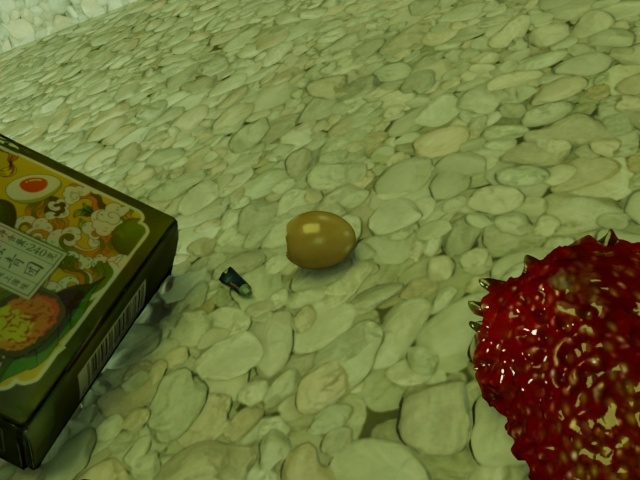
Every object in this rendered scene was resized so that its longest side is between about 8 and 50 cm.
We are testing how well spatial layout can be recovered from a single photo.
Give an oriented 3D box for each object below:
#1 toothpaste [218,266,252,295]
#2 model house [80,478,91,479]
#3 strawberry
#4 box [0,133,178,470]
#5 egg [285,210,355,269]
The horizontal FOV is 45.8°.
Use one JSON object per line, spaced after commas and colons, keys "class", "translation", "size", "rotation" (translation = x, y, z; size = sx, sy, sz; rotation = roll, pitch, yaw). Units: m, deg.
{"class": "toothpaste", "translation": [-0.119, 0.060, 1.070], "size": [0.027, 0.019, 0.083], "rotation": [-56, 37, -2]}
{"class": "model house", "translation": [-0.276, 0.319, 0.599], "size": [0.360, 0.297, 0.339], "rotation": [-39, 24, -18]}
{"class": "strawberry", "translation": [0.259, 0.104, 0.664], "size": [0.234, 0.137, 0.306], "rotation": [-22, 32, 4]}
{"class": "box", "translation": [-0.457, 0.044, 1.014], "size": [0.420, 0.138, 0.373], "rotation": [26, 48, 2]}
{"class": "egg", "translation": [0.000, 0.000, 1.021], "size": [0.097, 0.080, 0.080], "rotation": [4, 42, 14]}
